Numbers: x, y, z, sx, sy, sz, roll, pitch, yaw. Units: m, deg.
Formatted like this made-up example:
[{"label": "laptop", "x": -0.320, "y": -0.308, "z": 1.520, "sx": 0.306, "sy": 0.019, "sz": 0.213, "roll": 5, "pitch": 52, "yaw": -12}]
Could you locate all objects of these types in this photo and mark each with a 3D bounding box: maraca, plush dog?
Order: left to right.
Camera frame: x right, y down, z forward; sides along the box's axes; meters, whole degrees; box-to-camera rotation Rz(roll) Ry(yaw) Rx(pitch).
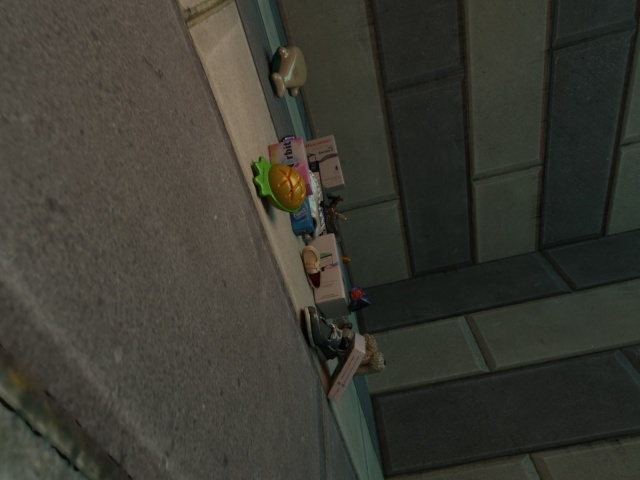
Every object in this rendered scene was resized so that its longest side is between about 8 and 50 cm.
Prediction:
[{"label": "maraca", "x": -0.104, "y": -0.138, "z": 1.055, "sx": 0.185, "sy": 0.099, "sz": 0.127, "roll": 24, "pitch": 53, "yaw": -52}, {"label": "plush dog", "x": 0.147, "y": 0.492, "z": 1.891, "sx": 0.226, "sy": 0.210, "sz": 0.262, "roll": 57, "pitch": 2, "yaw": -13}]

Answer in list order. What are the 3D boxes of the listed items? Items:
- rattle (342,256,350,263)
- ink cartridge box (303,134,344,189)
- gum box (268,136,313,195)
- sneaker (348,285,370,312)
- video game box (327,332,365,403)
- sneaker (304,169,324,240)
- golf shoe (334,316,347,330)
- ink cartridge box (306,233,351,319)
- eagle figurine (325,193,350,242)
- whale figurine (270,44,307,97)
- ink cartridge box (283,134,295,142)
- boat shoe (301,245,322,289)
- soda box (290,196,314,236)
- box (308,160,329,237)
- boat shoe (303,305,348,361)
[{"label": "rattle", "x": 0.073, "y": 0.045, "z": 2.238, "sx": 0.130, "sy": 0.142, "sz": 0.200, "roll": 54, "pitch": 22, "yaw": -25}, {"label": "ink cartridge box", "x": 0.006, "y": -0.392, "z": 2.211, "sx": 0.115, "sy": 0.198, "sz": 0.273, "roll": 37, "pitch": 40, "yaw": -80}, {"label": "gum box", "x": -0.090, "y": -0.210, "z": 1.271, "sx": 0.062, "sy": 0.107, "sz": 0.189, "roll": 67, "pitch": 12, "yaw": -62}, {"label": "sneaker", "x": 0.142, "y": 0.227, "z": 1.657, "sx": 0.221, "sy": 0.083, "sz": 0.087, "roll": 87, "pitch": -21, "yaw": -85}, {"label": "video game box", "x": 0.089, "y": 0.420, "z": 1.412, "sx": 0.187, "sy": 0.048, "sz": 0.205, "roll": -64, "pitch": 176, "yaw": 3}, {"label": "sneaker", "x": -0.051, "y": -0.135, "z": 1.569, "sx": 0.118, "sy": 0.109, "sz": 0.293, "roll": -70, "pitch": 148, "yaw": -64}, {"label": "golf shoe", "x": 0.094, "y": 0.425, "z": 2.018, "sx": 0.086, "sy": 0.069, "sz": 0.177, "roll": -157, "pitch": -125, "yaw": -72}, {"label": "ink cartridge box", "x": 0.034, "y": 0.143, "z": 1.663, "sx": 0.201, "sy": 0.116, "sz": 0.279, "roll": 68, "pitch": 12, "yaw": -60}, {"label": "eagle figurine", "x": 0.071, "y": -0.130, "z": 2.584, "sx": 0.226, "sy": 0.225, "sz": 0.299, "roll": 14, "pitch": 93, "yaw": -40}, {"label": "whale figurine", "x": -0.160, "y": -0.707, "z": 1.779, "sx": 0.216, "sy": 0.141, "sz": 0.272, "roll": 72, "pitch": 32, "yaw": -43}, {"label": "ink cartridge box", "x": -0.101, "y": -0.313, "z": 1.682, "sx": 0.208, "sy": 0.045, "sz": 0.207, "roll": -92, "pitch": 170, "yaw": -72}, {"label": "boat shoe", "x": -0.024, "y": 0.097, "z": 1.467, "sx": 0.059, "sy": 0.062, "sz": 0.170, "roll": -105, "pitch": 180, "yaw": -58}, {"label": "soda box", "x": -0.074, "y": -0.127, "z": 1.453, "sx": 0.071, "sy": 0.067, "sz": 0.210, "roll": 60, "pitch": 18, "yaw": -71}, {"label": "box", "x": -0.017, "y": -0.174, "z": 1.792, "sx": 0.295, "sy": 0.073, "sz": 0.294, "roll": -94, "pitch": 177, "yaw": -72}, {"label": "boat shoe", "x": 0.020, "y": 0.281, "z": 1.289, "sx": 0.320, "sy": 0.098, "sz": 0.116, "roll": 70, "pitch": 8, "yaw": -53}]
